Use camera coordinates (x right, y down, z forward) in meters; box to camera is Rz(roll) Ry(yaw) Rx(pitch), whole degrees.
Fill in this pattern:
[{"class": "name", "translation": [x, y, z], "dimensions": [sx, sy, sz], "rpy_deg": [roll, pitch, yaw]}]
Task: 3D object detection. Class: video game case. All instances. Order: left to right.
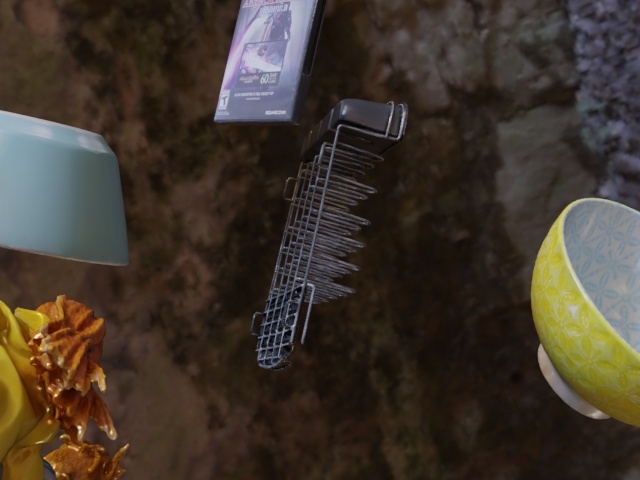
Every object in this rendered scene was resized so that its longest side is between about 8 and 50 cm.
[{"class": "video game case", "translation": [-0.068, -0.307, 1.703], "dimensions": [0.196, 0.026, 0.274], "rpy_deg": [7, 84, 50]}]

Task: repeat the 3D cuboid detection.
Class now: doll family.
[{"class": "doll family", "translation": [-0.151, 0.114, 0.498], "dimensions": [0.163, 0.118, 0.263], "rpy_deg": [-43, -37, -56]}]

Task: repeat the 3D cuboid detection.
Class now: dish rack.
[{"class": "dish rack", "translation": [0.000, 0.000, 1.131], "dimensions": [0.208, 0.074, 0.272], "rpy_deg": [147, 138, -76]}]

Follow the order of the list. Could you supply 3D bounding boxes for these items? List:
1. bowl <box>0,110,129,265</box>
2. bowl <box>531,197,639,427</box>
[{"class": "bowl", "translation": [-0.384, -0.076, 1.469], "dimensions": [0.311, 0.311, 0.163], "rpy_deg": [-160, 83, -81]}, {"class": "bowl", "translation": [0.335, 0.109, 1.263], "dimensions": [0.156, 0.289, 0.289], "rpy_deg": [-53, 49, 34]}]
